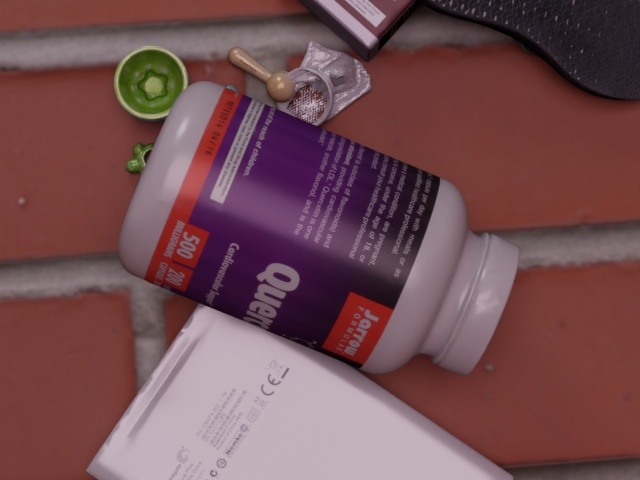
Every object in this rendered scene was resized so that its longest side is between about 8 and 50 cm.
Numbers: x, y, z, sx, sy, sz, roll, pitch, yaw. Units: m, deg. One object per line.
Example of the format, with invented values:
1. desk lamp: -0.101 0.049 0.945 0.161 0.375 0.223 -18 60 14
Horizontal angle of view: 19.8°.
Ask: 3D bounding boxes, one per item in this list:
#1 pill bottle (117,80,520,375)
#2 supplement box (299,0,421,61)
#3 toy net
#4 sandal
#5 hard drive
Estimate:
1. pill bottle: 0.000 0.000 1.581 0.322 0.181 0.182 23 85 -2
2. supplement box: 0.076 -0.296 1.668 0.130 0.073 0.239 42 87 3
3. toy net: -0.068 -0.122 1.667 0.232 0.045 0.122 -6 85 0
4. sandal: 0.199 -0.207 1.652 0.254 0.054 0.097 26 87 -15
5. hard drive: -0.018 0.208 1.640 0.318 0.040 0.210 34 86 4
